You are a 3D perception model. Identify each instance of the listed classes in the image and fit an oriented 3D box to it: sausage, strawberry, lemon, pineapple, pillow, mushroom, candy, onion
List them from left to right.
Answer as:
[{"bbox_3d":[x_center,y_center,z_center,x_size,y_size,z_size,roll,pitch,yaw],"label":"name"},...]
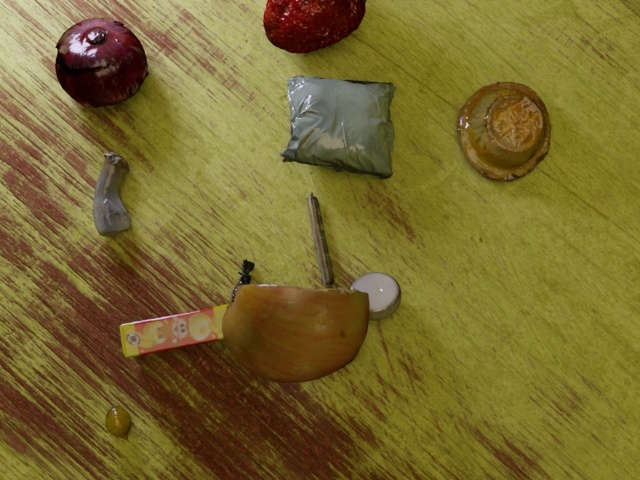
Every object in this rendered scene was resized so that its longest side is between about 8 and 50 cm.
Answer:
[{"bbox_3d":[-0.578,-0.473,1.849,0.247,0.190,0.246,1,64,-2],"label":"onion"},{"bbox_3d":[-0.552,-0.122,1.856,0.092,0.081,0.223,-5,79,15],"label":"mushroom"},{"bbox_3d":[-0.510,0.462,1.780,0.065,0.065,0.092,-22,89,-6],"label":"lemon"},{"bbox_3d":[-0.354,0.230,1.784,0.276,0.146,0.087,-10,82,-3],"label":"candy"},{"bbox_3d":[-0.197,0.108,1.856,0.058,0.058,0.124,16,76,-1],"label":"pineapple"},{"bbox_3d":[-0.032,-0.626,1.884,0.277,0.257,0.257,-39,86,6],"label":"strawberry"},{"bbox_3d":[0.000,0.000,1.891,0.033,0.033,0.268,-11,82,-5],"label":"sausage"},{"bbox_3d":[0.051,-0.317,1.891,0.310,0.138,0.283,8,73,-4],"label":"pillow"}]

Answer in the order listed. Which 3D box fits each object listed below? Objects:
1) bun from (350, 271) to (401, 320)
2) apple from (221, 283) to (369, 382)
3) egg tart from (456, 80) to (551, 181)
[{"bbox_3d":[0.146,0.158,1.848,0.138,0.094,0.138,-5,46,5],"label":"bun"},{"bbox_3d":[-0.062,0.204,1.730,0.252,0.309,0.314,53,125,38],"label":"apple"},{"bbox_3d":[0.511,-0.304,1.928,0.289,0.118,0.287,0,86,-4],"label":"egg tart"}]
